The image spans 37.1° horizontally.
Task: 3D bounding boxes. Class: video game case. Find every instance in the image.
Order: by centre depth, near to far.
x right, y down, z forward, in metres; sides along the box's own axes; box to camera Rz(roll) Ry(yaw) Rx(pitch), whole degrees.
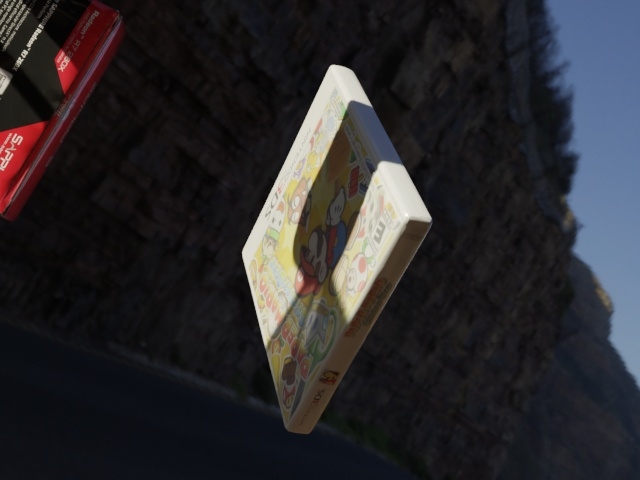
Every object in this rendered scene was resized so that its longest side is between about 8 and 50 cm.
[{"bbox_3d":[0.000,0.000,0.755,0.026,0.206,0.227,13,31,-24],"label":"video game case"}]

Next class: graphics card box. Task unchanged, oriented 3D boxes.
[{"bbox_3d":[-0.407,-0.206,0.932,0.371,0.233,0.094,29,-7,-4],"label":"graphics card box"}]
